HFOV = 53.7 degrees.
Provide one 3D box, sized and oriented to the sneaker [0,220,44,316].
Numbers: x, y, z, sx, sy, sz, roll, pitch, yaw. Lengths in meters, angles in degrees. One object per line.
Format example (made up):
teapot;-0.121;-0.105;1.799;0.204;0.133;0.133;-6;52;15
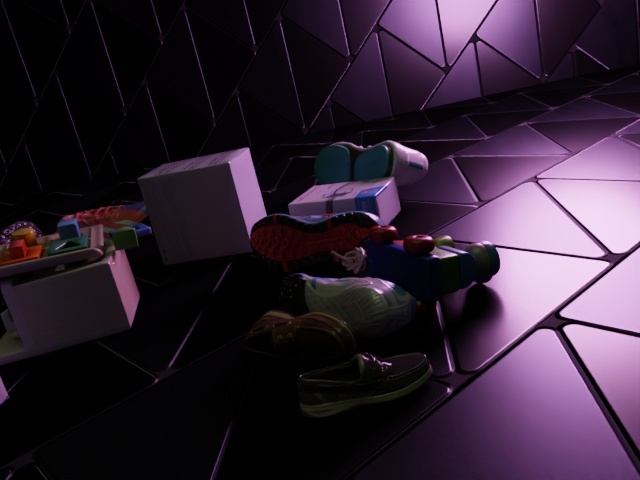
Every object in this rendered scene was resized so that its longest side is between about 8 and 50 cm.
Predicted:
sneaker;-0.662;0.069;1.260;0.130;0.109;0.286;-13;35;30

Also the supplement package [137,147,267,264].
supplement package;-0.240;-0.074;1.337;0.203;0.194;0.149;-9;19;13

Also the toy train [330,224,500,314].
toy train;0.135;0.022;0.942;0.143;0.105;0.248;-10;14;-26

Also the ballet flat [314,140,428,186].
ballet flat;0.116;-0.165;1.494;0.139;0.139;0.400;-20;12;-21

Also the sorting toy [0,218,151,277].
sorting toy;-0.464;0.005;1.066;0.348;0.047;0.196;-13;17;-15

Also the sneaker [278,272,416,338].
sneaker;0.028;0.088;0.857;0.086;0.085;0.237;7;-2;-40

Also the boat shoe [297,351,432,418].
boat shoe;0.048;0.147;0.683;0.152;0.049;0.056;-17;17;-13

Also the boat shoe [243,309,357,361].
boat shoe;-0.029;0.127;0.791;0.178;0.064;0.060;-3;24;48

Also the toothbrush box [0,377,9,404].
toothbrush box;-0.577;0.154;0.766;0.296;0.216;0.126;-12;17;8

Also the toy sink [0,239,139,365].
toy sink;-0.445;0.095;1.068;0.234;0.131;0.153;-15;17;-5

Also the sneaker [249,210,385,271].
sneaker;0.000;0.000;1.145;0.262;0.104;0.125;-1;4;24

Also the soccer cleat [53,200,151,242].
soccer cleat;-0.494;-0.023;1.376;0.318;0.116;0.108;-27;13;10

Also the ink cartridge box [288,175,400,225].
ink cartridge box;0.051;-0.066;1.293;0.191;0.082;0.139;-3;20;25
